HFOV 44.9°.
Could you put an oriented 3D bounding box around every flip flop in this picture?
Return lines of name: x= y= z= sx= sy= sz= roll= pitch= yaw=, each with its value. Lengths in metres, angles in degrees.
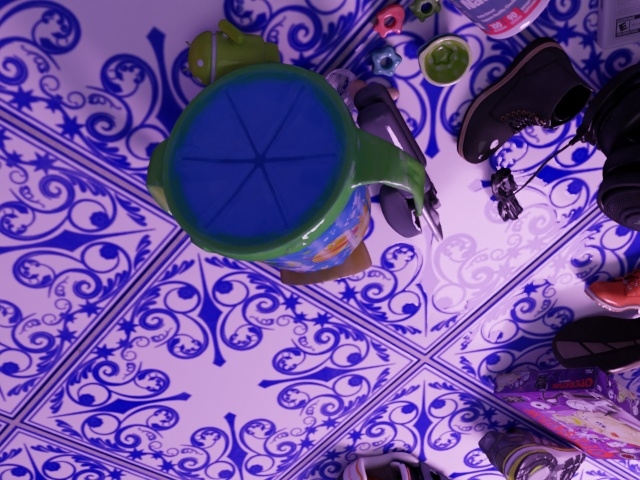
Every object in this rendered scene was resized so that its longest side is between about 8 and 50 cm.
flip flop: x=0.544 y=0.181 z=1.359 sx=0.277 sy=0.112 sz=0.080 roll=-13 pitch=142 yaw=-8

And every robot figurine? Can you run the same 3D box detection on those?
robot figurine: x=-0.109 y=-0.220 z=0.946 sx=0.115 sy=0.067 sz=0.101 roll=2 pitch=138 yaw=-12

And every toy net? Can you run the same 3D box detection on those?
toy net: x=0.073 y=-0.219 z=0.995 sx=0.232 sy=0.045 sz=0.122 roll=-28 pitch=127 yaw=10

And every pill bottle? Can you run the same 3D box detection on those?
pill bottle: x=0.177 y=-0.328 z=0.897 sx=0.180 sy=0.108 sz=0.108 roll=31 pitch=115 yaw=-28

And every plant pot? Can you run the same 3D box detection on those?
plant pot: x=0.000 y=0.000 z=1.105 sx=0.134 sy=0.134 sz=0.095 roll=-11 pitch=100 yaw=-3

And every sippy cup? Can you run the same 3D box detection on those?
sippy cup: x=-0.040 y=-0.064 z=0.956 sx=0.240 sy=0.305 sz=0.224 roll=-51 pitch=155 yaw=-2

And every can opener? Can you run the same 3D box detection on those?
can opener: x=0.099 y=-0.088 z=1.057 sx=0.095 sy=0.076 sz=0.283 roll=-20 pitch=139 yaw=17

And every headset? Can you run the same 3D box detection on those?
headset: x=0.432 y=-0.106 z=1.054 sx=0.394 sy=0.243 sz=0.185 roll=-10 pitch=149 yaw=15

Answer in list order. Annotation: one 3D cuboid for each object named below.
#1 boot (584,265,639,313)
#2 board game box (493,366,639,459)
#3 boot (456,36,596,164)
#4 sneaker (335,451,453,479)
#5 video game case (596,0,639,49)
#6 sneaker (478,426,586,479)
boot: x=0.516 y=0.075 z=1.297 sx=0.158 sy=0.059 sz=0.084 roll=4 pitch=122 yaw=-24
board game box: x=0.505 y=0.325 z=1.416 sx=0.347 sy=0.056 sz=0.208 roll=34 pitch=153 yaw=-30
boot: x=0.263 y=-0.159 z=1.020 sx=0.077 sy=0.137 sz=0.198 roll=19 pitch=121 yaw=-23
sneaker: x=0.186 y=0.496 z=1.498 sx=0.321 sy=0.126 sz=0.127 roll=13 pitch=128 yaw=-18
video game case: x=0.465 y=-0.364 z=0.978 sx=0.227 sy=0.026 sz=0.206 roll=-13 pitch=128 yaw=0
sneaker: x=0.416 y=0.417 z=1.503 sx=0.300 sy=0.121 sz=0.111 roll=28 pitch=97 yaw=-47
